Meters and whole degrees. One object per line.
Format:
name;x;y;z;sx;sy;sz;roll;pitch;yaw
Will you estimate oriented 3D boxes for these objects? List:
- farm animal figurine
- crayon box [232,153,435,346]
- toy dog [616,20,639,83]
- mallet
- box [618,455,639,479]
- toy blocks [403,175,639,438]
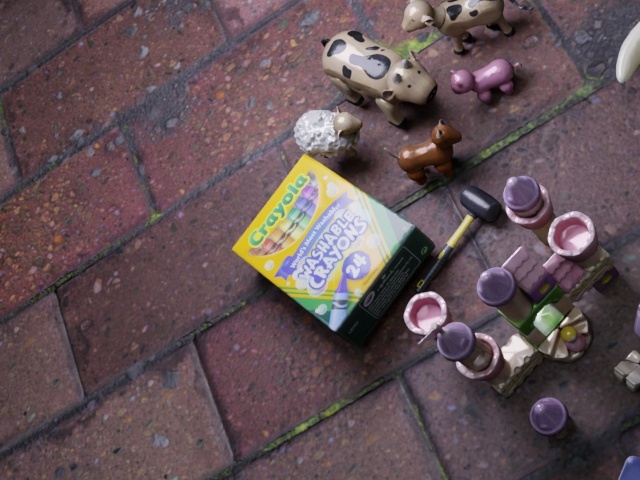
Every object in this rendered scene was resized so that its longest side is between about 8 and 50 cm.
farm animal figurine;0.137;-0.274;1.962;0.327;0.172;0.330;12;73;27
crayon box;0.000;0.000;1.971;0.323;0.083;0.203;36;88;40
toy dog;0.566;-0.199;1.608;0.396;0.284;0.407;-5;58;26
mallet;0.211;0.007;1.899;0.062;0.039;0.189;28;88;38
box;0.481;0.377;1.583;0.225;0.036;0.136;19;78;31
toy blocks;0.291;0.086;1.681;0.288;0.260;0.309;-48;55;2
